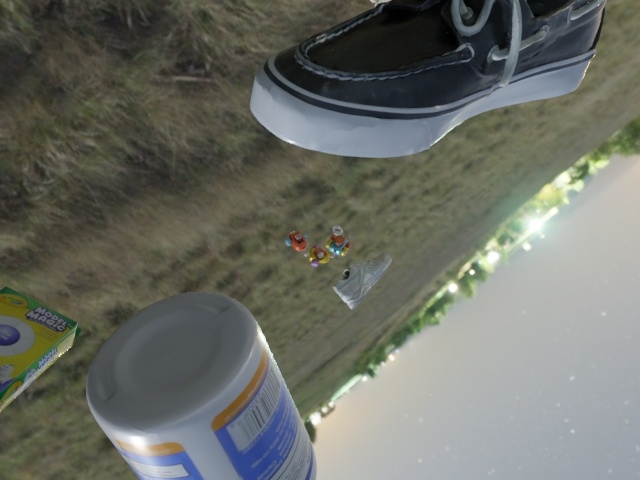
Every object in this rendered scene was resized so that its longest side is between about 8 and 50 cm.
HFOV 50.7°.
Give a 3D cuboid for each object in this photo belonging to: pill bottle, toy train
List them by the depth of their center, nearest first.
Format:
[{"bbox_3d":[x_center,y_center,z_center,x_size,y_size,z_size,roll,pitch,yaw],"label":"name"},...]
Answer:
[{"bbox_3d":[-0.090,0.192,0.633,0.152,0.152,0.272,-36,131,-22],"label":"pill bottle"},{"bbox_3d":[0.000,0.000,1.772,0.166,0.125,0.046,-15,148,-22],"label":"toy train"}]

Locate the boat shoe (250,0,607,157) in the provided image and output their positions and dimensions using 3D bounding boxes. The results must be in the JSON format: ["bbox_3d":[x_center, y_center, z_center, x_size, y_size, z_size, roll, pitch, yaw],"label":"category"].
[{"bbox_3d":[0.093,-0.139,0.449,0.306,0.113,0.105,-16,139,-30],"label":"boat shoe"}]

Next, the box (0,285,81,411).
[{"bbox_3d":[-0.359,0.117,0.770,0.043,0.105,0.179,-65,178,24],"label":"box"}]

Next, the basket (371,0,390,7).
[{"bbox_3d":[0.189,-0.519,0.911,0.328,0.266,0.331,-42,-177,-28],"label":"basket"}]

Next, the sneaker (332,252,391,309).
[{"bbox_3d":[0.079,0.060,1.238,0.152,0.061,0.054,-43,169,-44],"label":"sneaker"}]
